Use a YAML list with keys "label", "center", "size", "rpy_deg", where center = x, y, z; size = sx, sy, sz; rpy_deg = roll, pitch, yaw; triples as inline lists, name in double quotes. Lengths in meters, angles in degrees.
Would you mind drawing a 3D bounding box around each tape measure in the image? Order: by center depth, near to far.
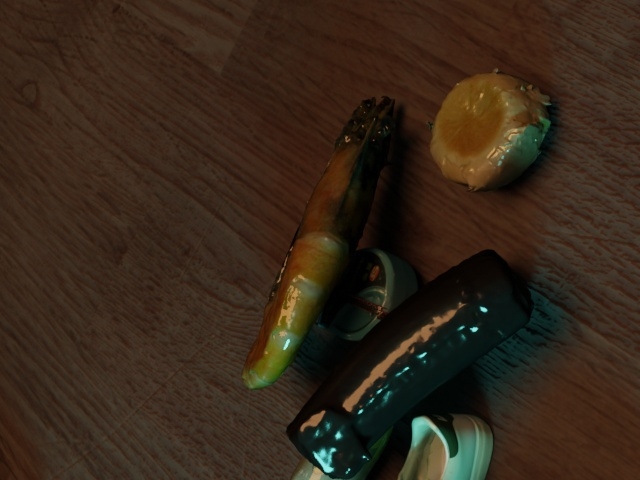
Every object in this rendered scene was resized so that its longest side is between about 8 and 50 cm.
- label: "tape measure"
  center: [0.064, 0.073, 1.792]
  size: [0.146, 0.081, 0.125]
  rpy_deg: [20, 87, 51]

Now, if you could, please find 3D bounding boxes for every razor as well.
- label: "razor"
  center: [0.102, 0.141, 1.618]
  size: [0.327, 0.189, 0.107]
  rpy_deg: [-42, 91, 5]

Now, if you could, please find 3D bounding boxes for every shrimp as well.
- label: "shrimp"
  center: [0.000, 0.000, 1.839]
  size: [0.445, 0.085, 0.272]
  rpy_deg: [-67, 7, -18]

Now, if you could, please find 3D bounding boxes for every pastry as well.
- label: "pastry"
  center: [0.210, -0.136, 1.717]
  size: [0.166, 0.088, 0.165]
  rpy_deg: [-18, 64, 41]

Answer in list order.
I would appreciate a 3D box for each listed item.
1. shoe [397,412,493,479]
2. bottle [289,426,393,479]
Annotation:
- label: "shoe"
  center: [0.125, 0.326, 1.618]
  size: [0.095, 0.110, 0.264]
  rpy_deg: [0, 73, 44]
- label: "bottle"
  center: [0.056, 0.226, 1.745]
  size: [0.083, 0.083, 0.269]
  rpy_deg: [33, 92, 46]
